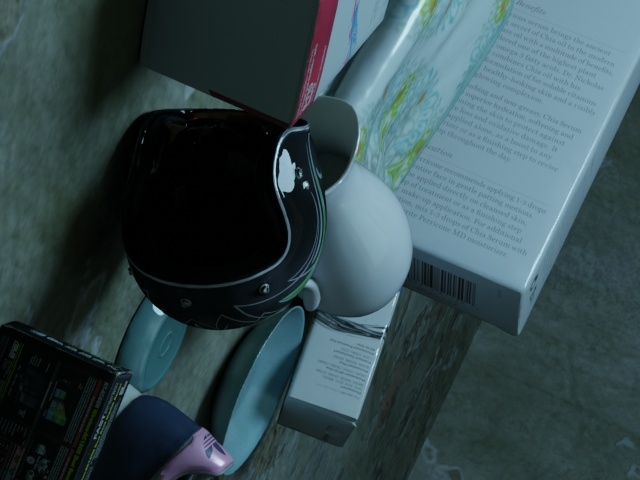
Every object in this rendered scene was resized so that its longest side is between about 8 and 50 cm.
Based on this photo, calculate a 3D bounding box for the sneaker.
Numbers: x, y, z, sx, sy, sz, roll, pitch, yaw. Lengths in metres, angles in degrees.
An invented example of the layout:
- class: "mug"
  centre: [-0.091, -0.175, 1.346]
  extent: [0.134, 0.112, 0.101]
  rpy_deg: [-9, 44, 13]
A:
- class: "sneaker"
  centre: [-0.175, 0.284, 1.661]
  extent: [0.112, 0.131, 0.319]
  rpy_deg: [-36, 148, -65]

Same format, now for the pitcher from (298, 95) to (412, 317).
- class: "pitcher"
  centre: [0.000, 0.000, 1.741]
  extent: [0.177, 0.125, 0.207]
  rpy_deg: [-62, 151, -26]

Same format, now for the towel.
- class: "towel"
  centre: [0.088, -0.190, 1.968]
  extent: [0.374, 0.090, 0.320]
  rpy_deg: [-61, 167, -12]

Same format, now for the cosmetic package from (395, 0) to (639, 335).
- class: "cosmetic package"
  centre: [0.233, -0.141, 2.377]
  extent: [0.453, 0.230, 0.161]
  rpy_deg: [-62, 167, -19]

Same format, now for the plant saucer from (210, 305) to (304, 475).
- class: "plant saucer"
  centre: [-0.075, 0.151, 2.058]
  extent: [0.195, 0.037, 0.195]
  rpy_deg: [-61, 167, -24]

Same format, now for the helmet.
- class: "helmet"
  centre: [-0.073, -0.014, 1.489]
  extent: [0.169, 0.169, 0.161]
  rpy_deg: [-26, 122, -71]

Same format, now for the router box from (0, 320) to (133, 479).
- class: "router box"
  centre: [-0.198, 0.129, 1.380]
  extent: [0.122, 0.092, 0.038]
  rpy_deg: [-67, 167, 4]

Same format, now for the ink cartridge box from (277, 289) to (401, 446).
- class: "ink cartridge box"
  centre: [0.026, 0.114, 2.197]
  extent: [0.148, 0.086, 0.203]
  rpy_deg: [108, 1, -71]

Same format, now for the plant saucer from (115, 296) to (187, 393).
- class: "plant saucer"
  centre: [-0.142, 0.087, 1.700]
  extent: [0.119, 0.021, 0.119]
  rpy_deg: [-60, 166, -25]

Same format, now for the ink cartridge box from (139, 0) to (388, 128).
- class: "ink cartridge box"
  centre: [-0.029, -0.193, 1.421]
  extent: [0.176, 0.128, 0.127]
  rpy_deg: [-52, 161, -48]
